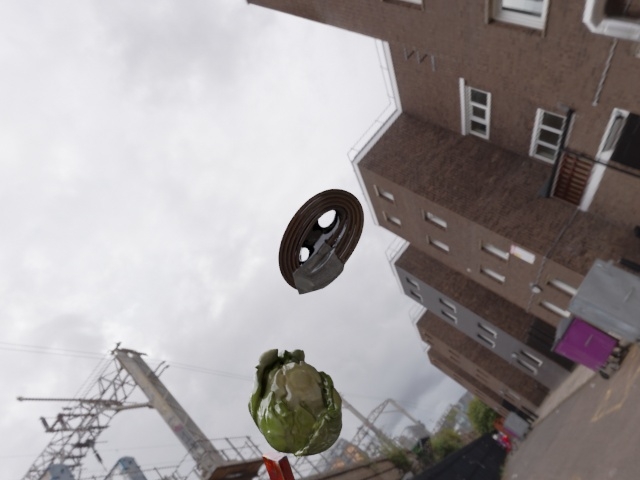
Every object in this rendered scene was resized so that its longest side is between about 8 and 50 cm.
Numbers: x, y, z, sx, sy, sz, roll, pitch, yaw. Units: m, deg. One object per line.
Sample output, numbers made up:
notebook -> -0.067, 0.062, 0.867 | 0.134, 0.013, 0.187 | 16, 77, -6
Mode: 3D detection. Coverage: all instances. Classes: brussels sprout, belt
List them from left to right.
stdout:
brussels sprout -> -0.120, 0.686, 1.758 | 0.343, 0.425, 0.360 | -8, -48, -41
belt -> 0.000, 0.000, 1.293 | 0.338, 0.217, 0.122 | -59, 3, 6

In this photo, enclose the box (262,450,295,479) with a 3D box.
box -> -0.175, 0.943, 1.764 | 0.048, 0.112, 0.175 | -16, -9, -33
